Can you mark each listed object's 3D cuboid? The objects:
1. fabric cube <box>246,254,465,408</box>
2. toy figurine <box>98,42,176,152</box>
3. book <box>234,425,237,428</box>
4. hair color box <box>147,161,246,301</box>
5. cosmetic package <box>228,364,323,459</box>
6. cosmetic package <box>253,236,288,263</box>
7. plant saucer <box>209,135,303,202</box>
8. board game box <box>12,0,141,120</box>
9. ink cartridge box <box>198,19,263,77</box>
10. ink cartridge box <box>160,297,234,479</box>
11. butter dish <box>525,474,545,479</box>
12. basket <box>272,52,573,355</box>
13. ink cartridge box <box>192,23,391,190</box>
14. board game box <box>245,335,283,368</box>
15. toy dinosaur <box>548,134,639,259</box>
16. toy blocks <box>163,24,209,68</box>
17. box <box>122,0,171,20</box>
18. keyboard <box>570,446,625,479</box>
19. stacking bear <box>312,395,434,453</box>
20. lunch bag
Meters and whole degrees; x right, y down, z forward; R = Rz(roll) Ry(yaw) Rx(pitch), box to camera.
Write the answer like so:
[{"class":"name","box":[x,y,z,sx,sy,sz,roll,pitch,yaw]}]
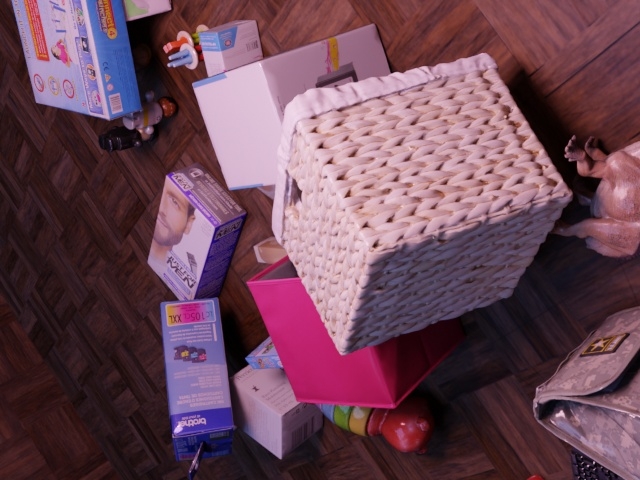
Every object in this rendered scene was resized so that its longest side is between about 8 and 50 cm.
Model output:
[{"class":"fabric cube","box":[0.071,0.128,1.518,0.254,0.259,0.258,-9,109,44]},{"class":"toy figurine","box":[-0.447,-0.329,1.910,0.210,0.148,0.213,-31,88,47]},{"class":"book","box":[-0.215,0.485,2.219,0.035,0.096,0.144,53,142,8]},{"class":"hair color box","box":[-0.307,-0.004,1.992,0.185,0.110,0.338,45,139,19]},{"class":"cosmetic package","box":[-0.107,0.395,1.993,0.184,0.151,0.151,28,132,33]},{"class":"cosmetic package","box":[-0.086,0.023,1.798,0.115,0.060,0.041,4,116,46]},{"class":"plant saucer","box":[-0.102,-0.145,1.629,0.278,0.041,0.278,36,166,10]},{"class":"board game box","box":[-0.528,-0.432,1.749,0.302,0.086,0.308,18,123,40]},{"class":"ink cartridge box","box":[-0.164,-0.331,1.612,0.062,0.104,0.181,14,124,43]},{"class":"ink cartridge box","box":[-0.298,0.372,2.005,0.270,0.151,0.395,104,157,-62]},{"class":"butter dish","box":[0.399,0.556,1.560,0.160,0.160,0.118,49,164,14]},{"class":"basket","box":[0.126,-0.046,1.202,0.328,0.332,0.266,102,148,-56]},{"class":"ink cartridge box","box":[-0.031,-0.227,1.398,0.198,0.270,0.197,-3,110,49]},{"class":"board game box","box":[-0.054,0.216,1.790,0.039,0.160,0.211,56,150,-10]},{"class":"toy dinosaur","box":[0.432,-0.050,1.124,0.200,0.127,0.295,29,139,24]},{"class":"toy blocks","box":[-0.266,-0.386,1.655,0.123,0.148,0.054,25,130,36]},{"class":"box","box":[-0.443,-0.613,1.726,0.231,0.127,0.261,23,129,40]},{"class":"keyboard","box":[0.552,0.460,1.350,0.317,0.033,0.201,19,139,53]},{"class":"stacking bear","box":[0.109,0.337,1.719,0.289,0.164,0.175,27,132,29]},{"class":"lunch bag","box":[0.472,0.213,1.152,0.287,0.235,0.168,21,134,38]}]
